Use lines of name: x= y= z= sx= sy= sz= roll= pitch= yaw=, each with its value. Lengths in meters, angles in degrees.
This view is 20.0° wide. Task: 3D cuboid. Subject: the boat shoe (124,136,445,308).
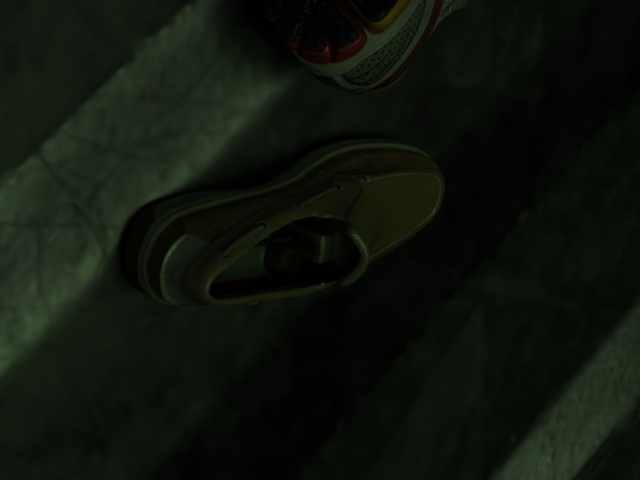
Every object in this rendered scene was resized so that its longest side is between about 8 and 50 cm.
boat shoe: x=0.000 y=0.000 z=0.880 sx=0.190 sy=0.072 sz=0.068 roll=-21 pitch=121 yaw=-37

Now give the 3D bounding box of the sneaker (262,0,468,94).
sneaker: x=0.051 y=-0.169 z=0.864 sx=0.225 sy=0.088 sz=0.092 roll=-56 pitch=156 yaw=-11
